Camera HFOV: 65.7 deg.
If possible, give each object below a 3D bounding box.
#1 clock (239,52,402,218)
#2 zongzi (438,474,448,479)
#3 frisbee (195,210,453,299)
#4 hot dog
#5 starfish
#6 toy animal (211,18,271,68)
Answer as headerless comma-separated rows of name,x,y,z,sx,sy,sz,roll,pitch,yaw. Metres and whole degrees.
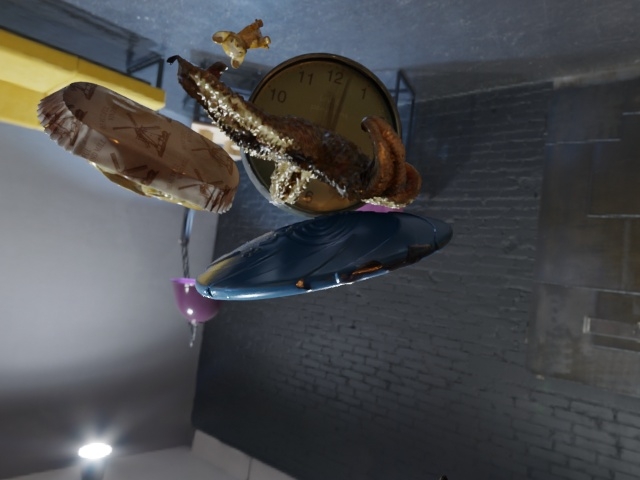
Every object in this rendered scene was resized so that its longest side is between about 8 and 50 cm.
clock,0.003,-0.200,0.957,0.319,0.318,0.066,7,180,-9
zongzi,0.222,0.501,0.939,0.074,0.083,0.067,-10,129,15
frisbee,0.000,0.000,0.467,0.242,0.045,0.242,-11,-172,1
hot dog,-0.166,-0.086,0.473,0.192,0.099,0.053,21,131,-33
starfish,-0.027,-0.110,0.574,0.303,0.113,0.312,25,175,7
toy animal,-0.125,-0.313,0.783,0.083,0.060,0.081,-33,-147,-12
